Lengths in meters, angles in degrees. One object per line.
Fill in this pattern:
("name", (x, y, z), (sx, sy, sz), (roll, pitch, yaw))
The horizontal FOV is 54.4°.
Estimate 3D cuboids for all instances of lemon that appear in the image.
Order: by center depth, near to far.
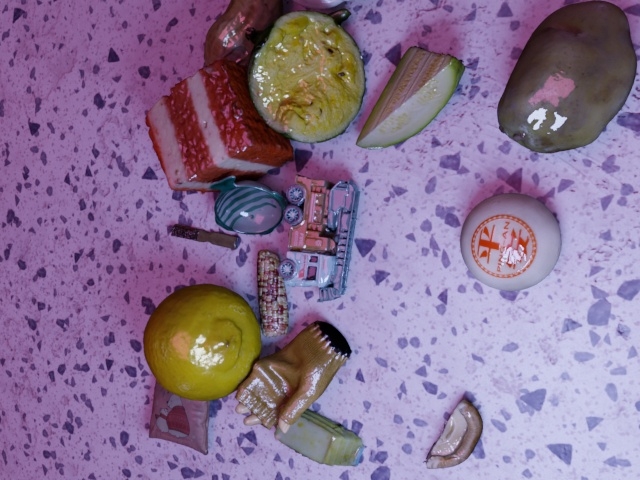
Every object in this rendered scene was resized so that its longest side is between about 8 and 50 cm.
("lemon", (-0.330, 0.280, 1.735), (0.348, 0.348, 0.348), (1, 91, 27))

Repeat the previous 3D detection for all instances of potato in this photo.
("potato", (0.534, -0.340, 1.338), (0.243, 0.221, 0.326), (24, 89, 16))

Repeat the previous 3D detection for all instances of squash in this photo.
("squash", (0.235, -0.324, 1.548), (0.288, 0.111, 0.203), (-62, 35, 10))

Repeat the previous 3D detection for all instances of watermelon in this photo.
("watermelon", (-0.056, -0.425, 1.619), (0.189, 0.331, 0.330), (17, 99, 48))

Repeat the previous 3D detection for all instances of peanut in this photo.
("peanut", (-0.214, -0.594, 1.748), (0.340, 0.174, 0.158), (-51, 45, 16))

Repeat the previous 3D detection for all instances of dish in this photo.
("dish", (-0.207, -0.117, 1.755), (0.224, 0.246, 0.078), (-19, 47, 21))

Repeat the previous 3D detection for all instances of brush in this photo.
("brush", (-0.361, -0.012, 1.906), (0.248, 0.036, 0.043), (12, 100, 27))

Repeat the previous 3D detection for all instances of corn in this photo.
("corn", (-0.137, 0.149, 1.770), (0.086, 0.086, 0.253), (-8, 85, 27))

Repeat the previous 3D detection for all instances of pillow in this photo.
("pillow", (-0.434, 0.533, 1.926), (0.236, 0.084, 0.223), (6, 95, 29))

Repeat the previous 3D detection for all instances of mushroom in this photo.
("mushroom", (0.337, 0.488, 1.536), (0.094, 0.072, 0.209), (30, 107, 25))

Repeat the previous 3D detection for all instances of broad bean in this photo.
("broad bean", (-0.066, -0.562, 1.676), (0.292, 0.144, 0.049), (-14, 89, -13))

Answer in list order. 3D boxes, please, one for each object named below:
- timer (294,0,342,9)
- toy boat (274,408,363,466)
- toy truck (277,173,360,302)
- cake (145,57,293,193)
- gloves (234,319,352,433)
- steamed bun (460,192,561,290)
("timer", (-0.002, -0.711, 1.597), (0.234, 0.240, 0.233), (-3, 119, -5))
("toy boat", (-0.020, 0.538, 1.715), (0.276, 0.084, 0.111), (20, 98, 27))
("toy truck", (0.000, 0.000, 1.671), (0.184, 0.133, 0.338), (6, 91, 18))
("cake", (-0.277, -0.300, 1.726), (0.320, 0.270, 0.269), (-24, 80, 26))
("gloves", (-0.072, 0.376, 1.676), (0.356, 0.155, 0.203), (-40, 60, -4))
("steamed bun", (0.432, 0.004, 1.438), (0.232, 0.145, 0.231), (0, 91, 27))
